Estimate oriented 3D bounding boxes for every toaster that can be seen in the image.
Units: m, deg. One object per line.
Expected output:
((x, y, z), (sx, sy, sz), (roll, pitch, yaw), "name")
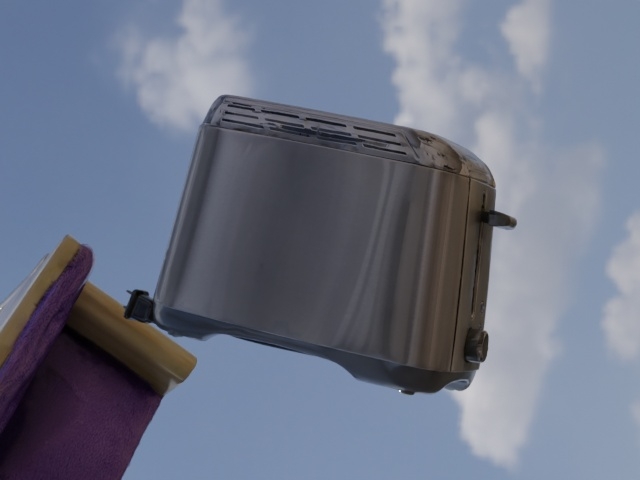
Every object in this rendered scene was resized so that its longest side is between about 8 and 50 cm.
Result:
((0.000, 0.000, 0.859), (0.129, 0.227, 0.146), (13, -91, -68), "toaster")

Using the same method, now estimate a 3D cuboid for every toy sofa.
((-0.222, 0.181, 1.009), (0.150, 0.177, 0.362), (37, -133, -13), "toy sofa")
